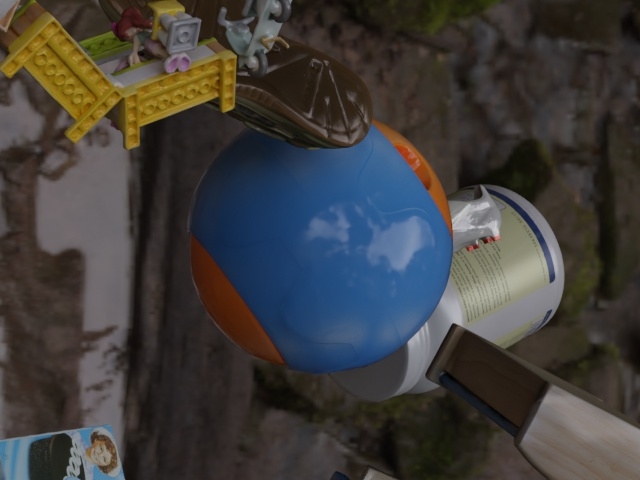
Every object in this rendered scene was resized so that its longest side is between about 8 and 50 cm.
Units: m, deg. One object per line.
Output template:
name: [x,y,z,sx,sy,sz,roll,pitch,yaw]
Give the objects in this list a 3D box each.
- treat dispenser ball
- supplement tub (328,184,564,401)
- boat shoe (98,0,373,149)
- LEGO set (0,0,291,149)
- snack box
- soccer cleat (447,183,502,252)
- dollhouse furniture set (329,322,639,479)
treat dispenser ball: [0.000,0.000,1.495,0.288,0.288,0.288,1,89,-44]
supplement tub: [0.158,0.072,1.933,0.325,0.235,0.235,-23,105,-39]
boat shoe: [-0.086,-0.158,1.239,0.285,0.089,0.104,33,64,-25]
LEGO set: [-0.158,-0.144,0.940,0.287,0.107,0.132,-4,127,-46]
snack box: [-0.269,0.370,1.519,0.187,0.060,0.321,1,69,-58]
soccer cleat: [0.130,-0.007,1.684,0.196,0.068,0.076,-21,89,-21]
dollhouse furniture set: [0.148,0.258,0.975,0.286,0.198,0.303,27,92,-14]
